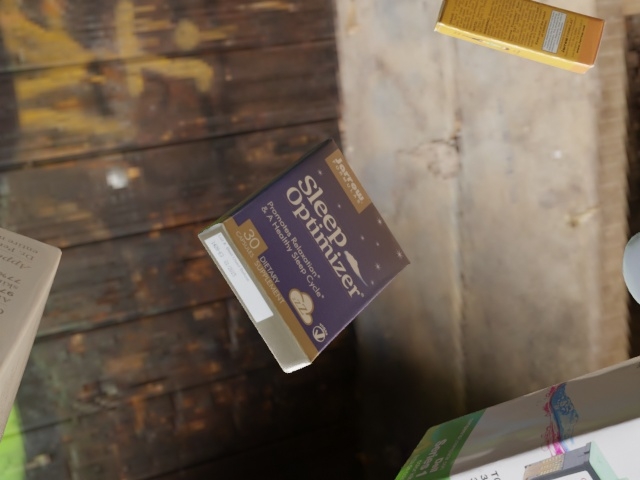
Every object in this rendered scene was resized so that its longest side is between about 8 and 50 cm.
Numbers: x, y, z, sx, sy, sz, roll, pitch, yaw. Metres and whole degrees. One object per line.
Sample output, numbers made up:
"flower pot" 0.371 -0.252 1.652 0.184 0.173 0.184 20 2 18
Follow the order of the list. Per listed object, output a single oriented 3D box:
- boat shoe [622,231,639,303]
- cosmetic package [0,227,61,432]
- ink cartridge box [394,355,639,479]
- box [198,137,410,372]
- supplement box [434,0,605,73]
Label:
"boat shoe" 0.502 0.048 1.751 0.306 0.105 0.113 7 93 61
"cosmetic package" -0.502 0.165 1.478 0.394 0.329 0.327 -82 14 -68
"ink cartridge box" 0.227 0.218 1.122 0.278 0.117 0.201 -24 100 32
"box" 0.000 0.000 1.227 0.036 0.225 0.136 -27 99 37
"supplement box" 0.287 -0.311 2.064 0.078 0.233 0.080 116 168 -89
